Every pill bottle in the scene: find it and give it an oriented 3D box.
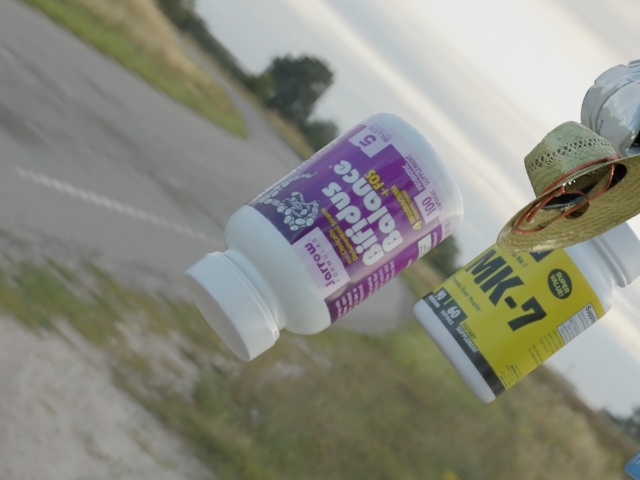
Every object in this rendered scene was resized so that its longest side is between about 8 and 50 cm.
[{"bbox_3d":[0.000,0.000,1.852,0.169,0.301,0.169,48,-16,18],"label":"pill bottle"},{"bbox_3d":[0.202,0.049,1.561,0.119,0.208,0.119,52,-1,1],"label":"pill bottle"}]

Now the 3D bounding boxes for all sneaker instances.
[{"bbox_3d":[0.362,-0.111,1.317,0.129,0.297,0.111,-84,154,-70],"label":"sneaker"}]

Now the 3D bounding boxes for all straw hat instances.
[{"bbox_3d":[0.178,-0.050,1.148,0.061,0.144,0.144,66,10,22],"label":"straw hat"}]

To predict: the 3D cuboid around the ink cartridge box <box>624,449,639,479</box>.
[{"bbox_3d":[0.420,0.264,1.409,0.223,0.129,0.307,47,-2,-9],"label":"ink cartridge box"}]
